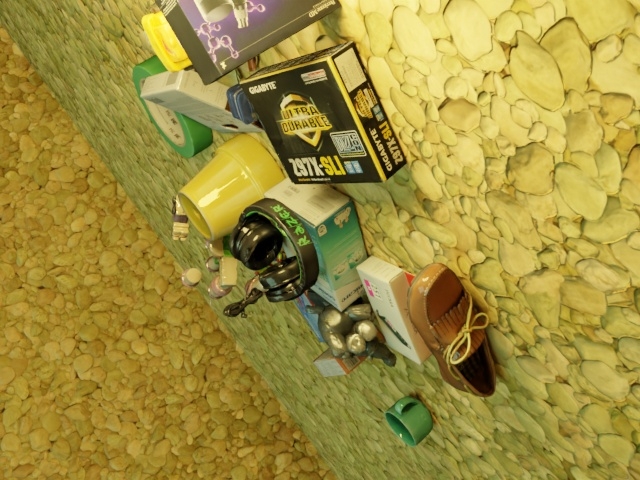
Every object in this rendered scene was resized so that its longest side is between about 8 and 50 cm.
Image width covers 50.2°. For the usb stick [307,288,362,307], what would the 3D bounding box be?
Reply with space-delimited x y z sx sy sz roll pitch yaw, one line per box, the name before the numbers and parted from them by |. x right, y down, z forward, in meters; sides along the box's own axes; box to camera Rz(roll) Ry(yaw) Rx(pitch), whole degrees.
usb stick | 0.040 0.175 2.013 0.077 0.045 0.278 57 158 -14

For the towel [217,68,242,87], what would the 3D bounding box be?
towel | -0.241 -0.418 1.713 0.148 0.027 0.110 33 150 43

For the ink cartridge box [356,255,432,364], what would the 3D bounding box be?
ink cartridge box | 0.218 0.188 1.641 0.239 0.060 0.275 26 146 53

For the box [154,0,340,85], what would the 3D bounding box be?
box | -0.124 -0.409 1.153 0.184 0.261 0.103 60 158 -18

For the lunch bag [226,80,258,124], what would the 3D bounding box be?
lunch bag | -0.179 -0.336 1.654 0.065 0.067 0.098 34 150 40

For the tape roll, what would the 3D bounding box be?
tape roll | -0.460 -0.412 2.120 0.321 0.077 0.321 43 157 24

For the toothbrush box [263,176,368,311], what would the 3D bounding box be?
toothbrush box | 0.000 0.000 1.717 0.216 0.126 0.296 35 153 42

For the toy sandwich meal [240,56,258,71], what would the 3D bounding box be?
toy sandwich meal | -0.173 -0.425 1.554 0.085 0.029 0.086 44 157 24

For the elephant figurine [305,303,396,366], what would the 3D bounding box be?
elephant figurine | 0.088 0.256 1.826 0.239 0.169 0.186 51 -160 -67

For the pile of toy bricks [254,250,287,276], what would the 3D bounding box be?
pile of toy bricks | -0.157 0.096 2.178 0.212 0.105 0.118 35 131 47

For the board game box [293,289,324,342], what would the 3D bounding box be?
board game box | -0.037 0.224 2.278 0.281 0.027 0.145 58 157 -10

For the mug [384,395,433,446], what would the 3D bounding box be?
mug | 0.268 0.516 1.987 0.129 0.097 0.158 49 158 13

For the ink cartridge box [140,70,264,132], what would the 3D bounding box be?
ink cartridge box | -0.306 -0.363 1.804 0.261 0.066 0.296 20 176 -32

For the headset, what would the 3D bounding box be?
headset | -0.142 0.066 1.685 0.243 0.185 0.394 50 149 14

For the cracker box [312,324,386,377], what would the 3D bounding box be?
cracker box | 0.081 0.328 2.009 0.067 0.155 0.232 53 160 0

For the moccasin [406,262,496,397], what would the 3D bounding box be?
moccasin | 0.281 0.195 1.405 0.147 0.139 0.380 28 147 47

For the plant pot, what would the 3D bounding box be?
plant pot | -0.250 -0.130 1.885 0.254 0.239 0.254 44 157 25

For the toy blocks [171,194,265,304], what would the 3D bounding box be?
toy blocks | -0.322 0.036 2.088 0.260 0.308 0.289 149 122 -63

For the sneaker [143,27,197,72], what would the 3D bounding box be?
sneaker | -0.366 -0.491 1.808 0.132 0.086 0.229 25 156 43

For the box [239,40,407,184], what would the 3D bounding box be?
box | -0.001 -0.239 1.369 0.322 0.079 0.257 6 131 54

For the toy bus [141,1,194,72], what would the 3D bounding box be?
toy bus | -0.211 -0.441 1.366 0.211 0.220 0.149 17 141 48
